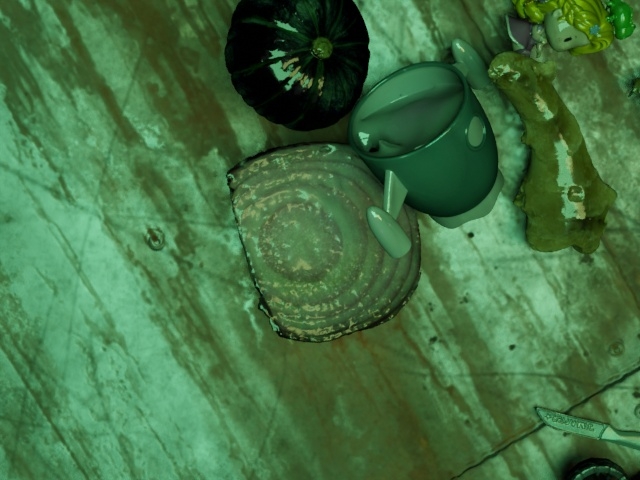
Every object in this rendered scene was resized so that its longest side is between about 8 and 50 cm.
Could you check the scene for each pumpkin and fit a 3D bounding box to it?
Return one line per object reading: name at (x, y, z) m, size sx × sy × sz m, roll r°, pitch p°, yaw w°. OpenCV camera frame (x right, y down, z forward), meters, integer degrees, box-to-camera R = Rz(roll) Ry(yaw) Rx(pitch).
pumpkin at (-0.025, -0.232, 1.448) m, size 0.194 × 0.150 × 0.194 m, roll -3°, pitch 107°, yaw -10°

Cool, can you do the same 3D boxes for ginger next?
ginger at (0.284, -0.111, 1.503) m, size 0.131 × 0.086 × 0.295 m, roll -26°, pitch 109°, yaw 7°

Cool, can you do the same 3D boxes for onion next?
onion at (0.000, 0.000, 1.515) m, size 0.247 × 0.111 × 0.250 m, roll -15°, pitch 89°, yaw -25°

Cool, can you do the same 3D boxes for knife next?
knife at (0.392, 0.264, 1.616) m, size 0.210 × 0.015 × 0.028 m, roll 14°, pitch 105°, yaw -4°

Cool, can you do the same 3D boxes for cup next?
cup at (0.144, -0.108, 1.462) m, size 0.173 × 0.167 × 0.300 m, roll 49°, pitch 59°, yaw -40°

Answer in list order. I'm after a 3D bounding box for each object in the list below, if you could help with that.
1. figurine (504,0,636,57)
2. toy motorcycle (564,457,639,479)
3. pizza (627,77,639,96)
figurine at (0.313, -0.291, 1.489) m, size 0.156 × 0.095 × 0.115 m, roll -12°, pitch 79°, yaw 17°
toy motorcycle at (0.453, 0.411, 1.598) m, size 0.307 × 0.108 × 0.173 m, roll 23°, pitch 103°, yaw -4°
pizza at (0.535, -0.136, 1.538) m, size 0.292 × 0.058 × 0.197 m, roll 11°, pitch 99°, yaw -3°
